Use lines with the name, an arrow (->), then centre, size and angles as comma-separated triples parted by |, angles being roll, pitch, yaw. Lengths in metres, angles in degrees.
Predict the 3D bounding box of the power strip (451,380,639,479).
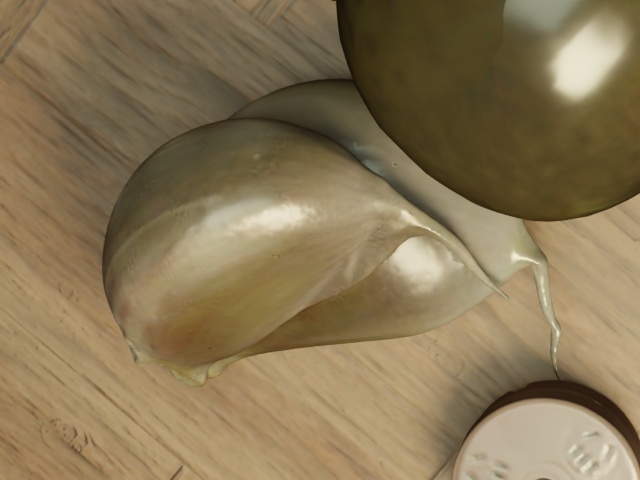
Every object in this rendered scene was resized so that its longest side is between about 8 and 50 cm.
power strip -> 0.183, 0.192, 1.492 | 0.154, 0.078, 0.154 | 1, 97, 12

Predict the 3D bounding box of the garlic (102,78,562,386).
garlic -> 0.000, 0.000, 1.432 | 0.340, 0.231, 0.245 | 0, 95, 18

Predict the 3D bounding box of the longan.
longan -> 0.187, -0.183, 1.313 | 0.361, 0.361, 0.361 | 2, 98, 12
